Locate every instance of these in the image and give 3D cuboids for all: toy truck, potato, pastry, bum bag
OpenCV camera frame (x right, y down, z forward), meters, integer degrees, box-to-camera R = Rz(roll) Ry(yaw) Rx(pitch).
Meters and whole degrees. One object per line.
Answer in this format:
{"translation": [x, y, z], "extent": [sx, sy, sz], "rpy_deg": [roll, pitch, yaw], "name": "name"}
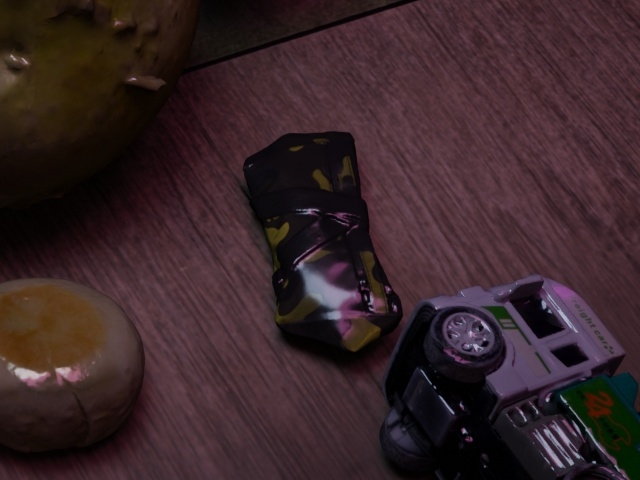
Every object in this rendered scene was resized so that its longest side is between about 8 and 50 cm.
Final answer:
{"translation": [0.200, 0.192, 1.413], "extent": [0.178, 0.176, 0.363], "rpy_deg": [-21, 59, -33], "name": "toy truck"}
{"translation": [-0.315, -0.191, 1.483], "extent": [0.442, 0.385, 0.319], "rpy_deg": [11, 61, -11], "name": "potato"}
{"translation": [-0.215, 0.091, 1.464], "extent": [0.156, 0.092, 0.156], "rpy_deg": [8, 46, -8], "name": "pastry"}
{"translation": [0.000, 0.000, 1.585], "extent": [0.107, 0.060, 0.232], "rpy_deg": [-9, 53, -5], "name": "bum bag"}
